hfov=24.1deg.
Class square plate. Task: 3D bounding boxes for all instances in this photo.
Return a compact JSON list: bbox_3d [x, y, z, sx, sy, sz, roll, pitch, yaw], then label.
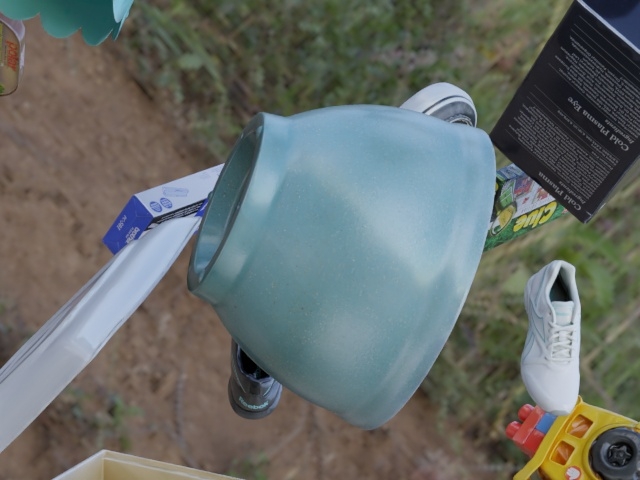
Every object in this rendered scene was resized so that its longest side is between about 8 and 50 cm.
[{"bbox_3d":[-0.296,0.129,1.614,0.049,0.347,0.344,45,27,-7],"label":"square plate"}]

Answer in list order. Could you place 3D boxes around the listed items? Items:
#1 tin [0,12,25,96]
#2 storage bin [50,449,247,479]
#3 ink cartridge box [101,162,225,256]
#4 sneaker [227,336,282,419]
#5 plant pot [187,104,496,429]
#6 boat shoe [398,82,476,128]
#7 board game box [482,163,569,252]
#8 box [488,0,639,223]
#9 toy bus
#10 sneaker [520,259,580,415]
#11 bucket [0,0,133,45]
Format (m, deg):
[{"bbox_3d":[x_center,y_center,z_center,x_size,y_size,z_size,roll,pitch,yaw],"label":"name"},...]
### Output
[{"bbox_3d":[-0.513,-0.298,2.333,0.106,0.040,0.189,21,-36,0],"label":"tin"},{"bbox_3d":[-0.240,0.391,1.967,0.260,0.123,0.262,8,12,20],"label":"storage bin"},{"bbox_3d":[-0.197,-0.040,2.043,0.046,0.097,0.207,48,35,12],"label":"ink cartridge box"},{"bbox_3d":[-0.082,0.128,2.215,0.106,0.101,0.267,97,-5,-61],"label":"sneaker"},{"bbox_3d":[0.000,0.000,1.339,0.196,0.293,0.293,21,-2,-14],"label":"plant pot"},{"bbox_3d":[0.094,-0.025,1.759,0.121,0.335,0.119,30,4,-40],"label":"boat shoe"},{"bbox_3d":[0.302,-0.068,2.096,0.030,0.260,0.136,42,-48,25],"label":"board game box"},{"bbox_3d":[0.419,-0.242,1.885,0.179,0.343,0.312,43,-30,10],"label":"box"},{"bbox_3d":[0.329,0.316,1.988,0.211,0.220,0.149,26,-17,31],"label":"toy bus"},{"bbox_3d":[0.219,0.089,1.410,0.061,0.054,0.152,114,-22,-63],"label":"sneaker"},{"bbox_3d":[-0.281,-0.345,1.507,0.281,0.183,0.281,25,-15,7],"label":"bucket"}]
